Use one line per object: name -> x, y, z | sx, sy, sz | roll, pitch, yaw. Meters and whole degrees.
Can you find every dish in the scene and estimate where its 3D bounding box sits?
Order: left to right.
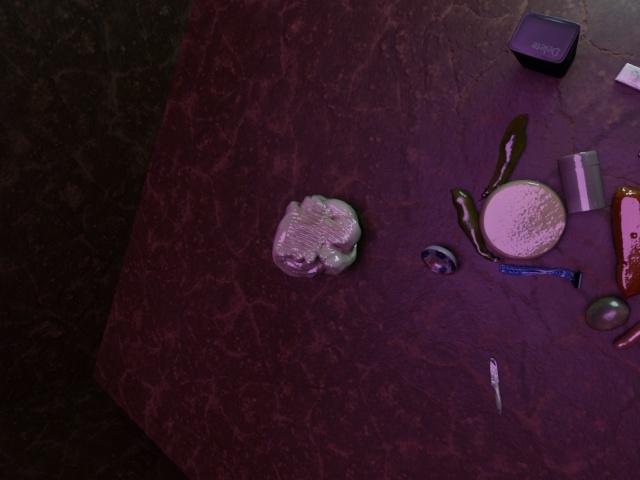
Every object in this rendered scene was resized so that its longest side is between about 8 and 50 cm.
dish -> 0.455, 0.055, 1.621 | 0.141, 0.078, 0.141 | 30, 151, 19

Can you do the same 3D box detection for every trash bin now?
trash bin -> 0.698, -0.593, 1.350 | 0.165, 0.225, 0.115 | 31, 107, 25

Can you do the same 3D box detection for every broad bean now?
broad bean -> 0.557, -0.053, 1.566 | 0.098, 0.056, 0.318 | -38, 78, 25
broad bean -> 0.637, -0.278, 1.497 | 0.075, 0.067, 0.325 | 30, 105, 35

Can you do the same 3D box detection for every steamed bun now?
steamed bun -> 0.000, 0.000, 1.793 | 0.338, 0.247, 0.353 | 14, 76, 18

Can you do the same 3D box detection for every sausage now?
sausage -> 0.941, 0.008, 1.318 | 0.093, 0.097, 0.349 | -4, 92, 39
sausage -> 0.987, 0.274, 1.337 | 0.043, 0.043, 0.186 | 48, 113, 19

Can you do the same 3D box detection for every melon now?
melon -> 0.895, 0.230, 1.358 | 0.131, 0.098, 0.098 | -46, 71, 26

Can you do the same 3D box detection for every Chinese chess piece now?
Chinese chess piece -> 0.669, -0.068, 1.446 | 0.273, 0.102, 0.274 | 1, 93, 19

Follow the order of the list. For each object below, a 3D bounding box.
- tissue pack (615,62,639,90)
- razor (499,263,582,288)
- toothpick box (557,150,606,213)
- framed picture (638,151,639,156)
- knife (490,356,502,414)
tissue pack -> 0.963, -0.489, 1.318 | 0.108, 0.023, 0.056 | 38, 110, 24
razor -> 0.741, 0.110, 1.476 | 0.253, 0.042, 0.082 | 5, 136, 32
toothpick box -> 0.822, -0.183, 1.370 | 0.111, 0.111, 0.181 | -10, 89, 30
framed picture -> 1.108, -0.358, 1.243 | 0.231, 0.024, 0.315 | 26, 107, 26
knife -> 0.635, 0.528, 1.577 | 0.030, 0.014, 0.207 | -7, 88, 30
